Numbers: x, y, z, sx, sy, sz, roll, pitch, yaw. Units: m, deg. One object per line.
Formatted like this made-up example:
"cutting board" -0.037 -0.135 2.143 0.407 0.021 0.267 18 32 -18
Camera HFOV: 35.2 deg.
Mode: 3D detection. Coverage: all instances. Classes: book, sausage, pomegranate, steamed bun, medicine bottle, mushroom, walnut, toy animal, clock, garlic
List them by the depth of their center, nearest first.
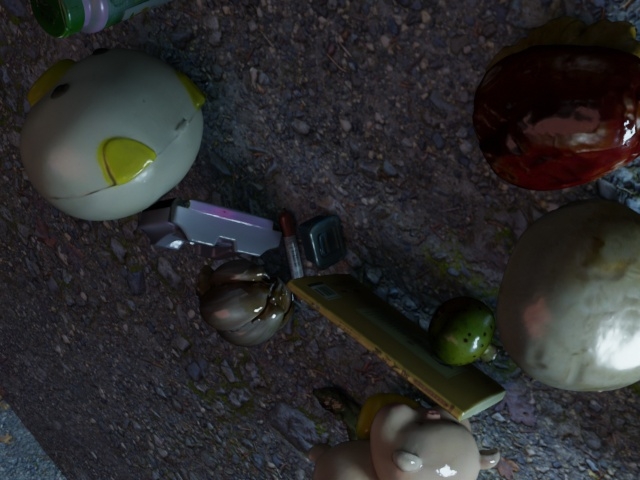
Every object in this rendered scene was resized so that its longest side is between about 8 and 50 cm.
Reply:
"walnut" 0.343 -0.192 1.386 0.269 0.243 0.222 -4 153 39
"mushroom" 0.377 0.073 1.516 0.292 0.293 0.290 67 168 -15
"pomegranate" 0.251 0.162 1.777 0.130 0.130 0.130 25 133 31
"book" 0.141 0.179 1.809 0.389 0.269 0.032 37 105 22
"medicine bottle" -0.392 -0.462 1.843 0.133 0.274 0.133 25 131 32
"toy animal" 0.149 0.398 1.907 0.247 0.345 0.277 116 145 -58
"steamed bun" -0.401 -0.207 1.954 0.334 0.374 0.333 15 136 14
"clock" -0.223 -0.018 2.024 0.186 0.253 0.083 -5 74 57
"sausage" -0.056 0.032 2.056 0.029 0.029 0.223 14 126 38
"garlic" -0.150 0.146 2.084 0.191 0.160 0.214 2 142 37
"toy animal" 0.070 0.394 2.166 0.219 0.069 0.086 54 162 8

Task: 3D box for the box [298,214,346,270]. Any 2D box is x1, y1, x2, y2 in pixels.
"box" 0.000 0.000 1.949 0.054 0.074 0.099 18 129 49
